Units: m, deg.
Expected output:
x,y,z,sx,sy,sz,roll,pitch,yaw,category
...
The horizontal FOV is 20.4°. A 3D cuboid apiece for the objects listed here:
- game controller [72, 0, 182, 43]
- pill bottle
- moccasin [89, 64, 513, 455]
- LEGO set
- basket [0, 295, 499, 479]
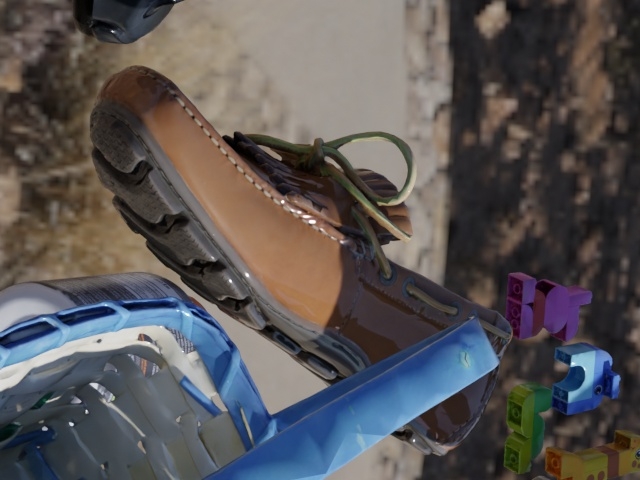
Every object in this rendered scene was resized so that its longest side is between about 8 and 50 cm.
x,y,z,sx,sy,sz,roll,pitch,yaw,category
-0.045,-0.232,0.868,0.319,0.067,0.166,-66,166,-47,game controller
-0.182,0.093,1.525,0.246,0.130,0.130,-4,98,-66,pill bottle
0.002,0.001,1.154,0.380,0.139,0.147,39,81,-33,moccasin
0.199,0.139,1.348,0.093,0.087,0.227,-8,109,-31,LEGO set
-0.085,0.125,0.773,0.255,0.289,0.201,-21,87,-56,basket
